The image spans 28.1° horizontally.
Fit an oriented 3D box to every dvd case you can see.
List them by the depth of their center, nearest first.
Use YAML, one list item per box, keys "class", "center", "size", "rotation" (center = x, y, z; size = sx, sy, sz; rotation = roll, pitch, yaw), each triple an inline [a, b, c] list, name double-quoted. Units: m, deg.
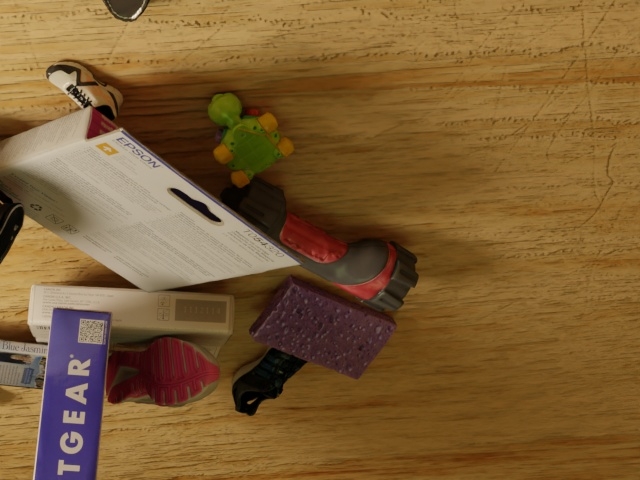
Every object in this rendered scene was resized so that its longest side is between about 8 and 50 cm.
- class: "dvd case"
  center: [-0.477, 0.199, 2.037]
  size: [0.253, 0.022, 0.180]
  rotation: [8, 156, -14]

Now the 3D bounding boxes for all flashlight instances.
- class: "flashlight"
  center: [0.000, 0.000, 1.814]
  size: [0.304, 0.103, 0.103]
  rotation: [30, 163, -29]

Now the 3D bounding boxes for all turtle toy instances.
- class: "turtle toy"
  center: [-0.100, -0.137, 1.656]
  size: [0.095, 0.066, 0.130]
  rotation: [-34, 134, 0]

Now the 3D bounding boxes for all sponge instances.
- class: "sponge"
  center: [0.005, 0.138, 2.002]
  size: [0.210, 0.031, 0.117]
  rotation: [24, 112, -28]

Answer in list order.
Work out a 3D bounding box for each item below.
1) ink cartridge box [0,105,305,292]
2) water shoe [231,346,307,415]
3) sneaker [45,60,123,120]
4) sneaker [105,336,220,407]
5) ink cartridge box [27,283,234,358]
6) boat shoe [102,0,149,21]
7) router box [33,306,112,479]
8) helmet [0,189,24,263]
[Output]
- class: "ink cartridge box"
  center: [-0.231, -0.049, 1.664]
  size: [0.330, 0.071, 0.324]
  rotation: [-12, 142, 42]
- class: "water shoe"
  center: [-0.069, 0.219, 2.083]
  size: [0.073, 0.080, 0.203]
  rotation: [23, 133, -30]
- class: "sneaker"
  center: [-0.295, -0.186, 1.599]
  size: [0.109, 0.043, 0.040]
  rotation: [27, 134, -30]
- class: "sneaker"
  center: [-0.222, 0.203, 1.945]
  size: [0.111, 0.103, 0.252]
  rotation: [8, 170, -39]
- class: "ink cartridge box"
  center: [-0.293, 0.130, 1.970]
  size: [0.296, 0.066, 0.261]
  rotation: [4, 165, -9]
- class: "boat shoe"
  center: [-0.219, -0.325, 1.414]
  size: [0.081, 0.068, 0.227]
  rotation: [1, 140, -6]
- class: "router box"
  center: [-0.350, 0.288, 1.789]
  size: [0.082, 0.335, 0.301]
  rotation: [5, 165, -9]
- class: "helmet"
  center: [-0.472, -0.010, 1.608]
  size: [0.169, 0.161, 0.169]
  rotation: [17, 129, 21]
